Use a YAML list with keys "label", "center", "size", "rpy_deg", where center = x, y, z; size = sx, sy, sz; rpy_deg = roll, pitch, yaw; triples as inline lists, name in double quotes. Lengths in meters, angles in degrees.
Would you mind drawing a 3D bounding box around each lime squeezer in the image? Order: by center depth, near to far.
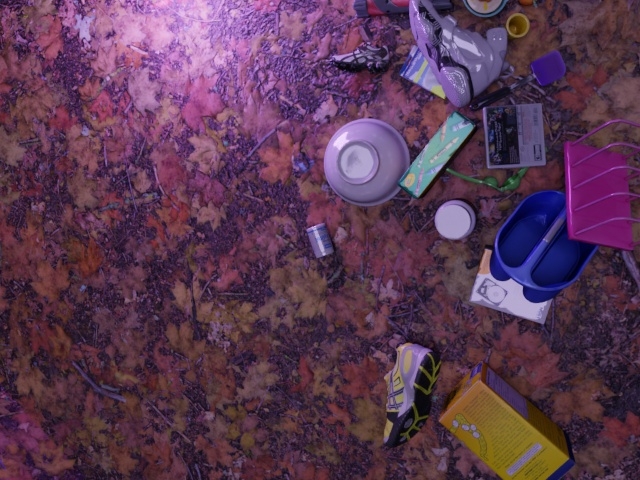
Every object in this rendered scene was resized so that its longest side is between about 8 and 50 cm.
- label: "lime squeezer"
  center: [0.546, -0.200, 1.688]
  size: [0.310, 0.059, 0.110]
  rpy_deg: [-11, 116, 5]

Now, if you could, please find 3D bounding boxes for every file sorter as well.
- label: "file sorter"
  center: [0.802, -0.147, 1.472]
  size: [0.202, 0.182, 0.291]
  rpy_deg: [10, 72, -14]

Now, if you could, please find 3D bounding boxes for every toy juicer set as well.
- label: "toy juicer set"
  center: [0.493, -0.749, 1.599]
  size: [0.328, 0.089, 0.209]
  rpy_deg: [29, 93, -3]

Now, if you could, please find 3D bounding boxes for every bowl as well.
- label: "bowl"
  center: [0.135, -0.255, 1.799]
  size: [0.297, 0.134, 0.298]
  rpy_deg: [2, 96, 18]

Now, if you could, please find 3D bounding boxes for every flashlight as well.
- label: "flashlight"
  center: [0.256, -0.759, 1.714]
  size: [0.303, 0.103, 0.103]
  rpy_deg: [1, 96, 19]

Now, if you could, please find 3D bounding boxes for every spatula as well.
- label: "spatula"
  center: [0.594, -0.470, 1.673]
  size: [0.296, 0.030, 0.084]
  rpy_deg: [-26, 90, 19]

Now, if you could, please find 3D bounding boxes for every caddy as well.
- label: "caddy"
  center: [0.638, 0.011, 1.567]
  size: [0.241, 0.179, 0.341]
  rpy_deg: [35, 68, 20]

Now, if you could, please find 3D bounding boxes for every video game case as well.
- label: "video game case"
  center: [0.585, -0.315, 1.666]
  size: [0.173, 0.022, 0.191]
  rpy_deg: [-3, 86, 5]

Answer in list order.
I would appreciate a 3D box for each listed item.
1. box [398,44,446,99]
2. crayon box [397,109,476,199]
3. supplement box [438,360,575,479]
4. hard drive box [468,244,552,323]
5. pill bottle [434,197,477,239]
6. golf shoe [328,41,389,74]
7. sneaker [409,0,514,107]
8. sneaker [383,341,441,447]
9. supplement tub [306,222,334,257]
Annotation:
- label: "box"
  center: [0.345, -0.535, 1.743]
  size: [0.178, 0.042, 0.109]
  rpy_deg: [32, 105, 11]
- label: "crayon box"
  center: [0.364, -0.261, 1.704]
  size: [0.081, 0.165, 0.278]
  rpy_deg: [40, 107, 10]
- label: "supplement box"
  center: [0.576, 0.588, 1.721]
  size: [0.356, 0.194, 0.195]
  rpy_deg: [41, 107, 10]
- label: "hard drive box"
  center: [0.602, 0.133, 1.714]
  size: [0.232, 0.089, 0.181]
  rpy_deg: [16, 101, 15]
- label: "pill bottle"
  center: [0.414, -0.066, 1.681]
  size: [0.121, 0.221, 0.121]
  rpy_deg: [2, 97, 18]
- label: "golf shoe"
  center: [0.128, -0.599, 1.798]
  size: [0.198, 0.077, 0.094]
  rpy_deg: [8, 88, 10]
- label: "sneaker"
  center: [0.418, -0.597, 1.640]
  size: [0.210, 0.137, 0.366]
  rpy_deg: [-27, 87, 0]
- label: "sneaker"
  center: [0.287, 0.519, 1.861]
  size: [0.147, 0.145, 0.385]
  rpy_deg: [31, 110, 44]
- label: "supplement tub"
  center: [0.000, 0.000, 1.907]
  size: [0.070, 0.071, 0.107]
  rpy_deg: [-20, 90, 19]
